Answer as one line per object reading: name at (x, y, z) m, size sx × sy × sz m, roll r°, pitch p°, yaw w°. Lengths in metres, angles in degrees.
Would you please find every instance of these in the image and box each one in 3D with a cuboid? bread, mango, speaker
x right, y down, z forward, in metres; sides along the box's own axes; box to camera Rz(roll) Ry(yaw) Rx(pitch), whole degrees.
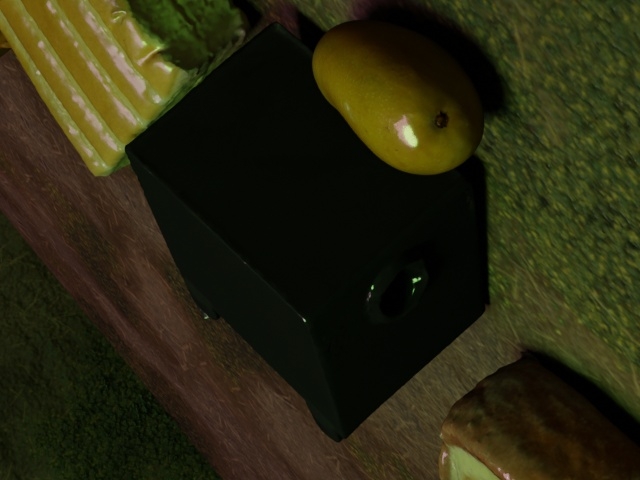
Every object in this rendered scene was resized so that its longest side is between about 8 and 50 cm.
bread at (0.205, 0.208, 1.357) m, size 0.244 × 0.123 × 0.190 m, roll 35°, pitch 156°, yaw 38°
mango at (0.051, -0.108, 1.163) m, size 0.102 × 0.085 × 0.184 m, roll 58°, pitch 173°, yaw -35°
bread at (-0.194, -0.215, 1.455) m, size 0.246 × 0.111 × 0.239 m, roll 55°, pitch 149°, yaw 2°
speaker at (0.000, 0.000, 1.345) m, size 0.232 × 0.184 × 0.254 m, roll 42°, pitch 164°, yaw 27°

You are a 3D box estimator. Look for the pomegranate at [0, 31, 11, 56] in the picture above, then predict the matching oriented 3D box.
pomegranate at (-0.375, -0.279, 1.684) m, size 0.209 × 0.209 × 0.209 m, roll 45°, pitch 162°, yaw 19°
